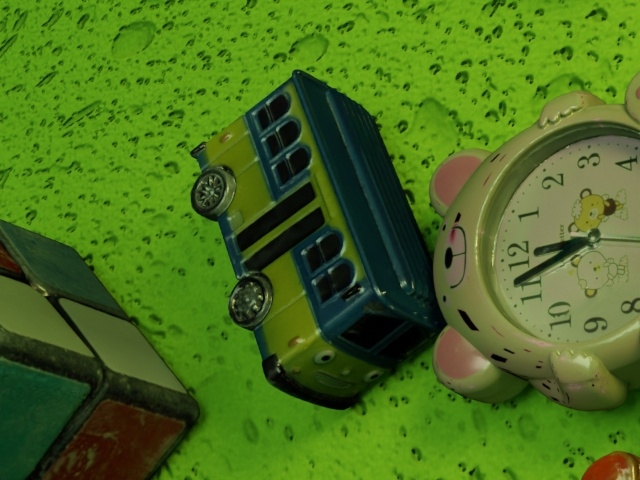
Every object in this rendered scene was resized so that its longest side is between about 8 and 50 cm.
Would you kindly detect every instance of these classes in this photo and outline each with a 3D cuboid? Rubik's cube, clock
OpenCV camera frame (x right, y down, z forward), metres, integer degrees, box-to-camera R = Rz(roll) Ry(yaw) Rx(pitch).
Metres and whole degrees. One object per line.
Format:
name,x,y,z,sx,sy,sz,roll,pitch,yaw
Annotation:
Rubik's cube,-0.375,0.167,1.617,0.318,0.313,0.316,-54,50,9
clock,0.235,0.006,1.351,0.309,0.114,0.284,-14,66,34

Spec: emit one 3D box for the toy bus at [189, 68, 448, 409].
toy bus,0.000,0.000,1.513,0.175,0.138,0.287,-36,55,22

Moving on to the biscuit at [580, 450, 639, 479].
biscuit,0.273,0.287,1.263,0.165,0.036,0.250,-52,51,11
